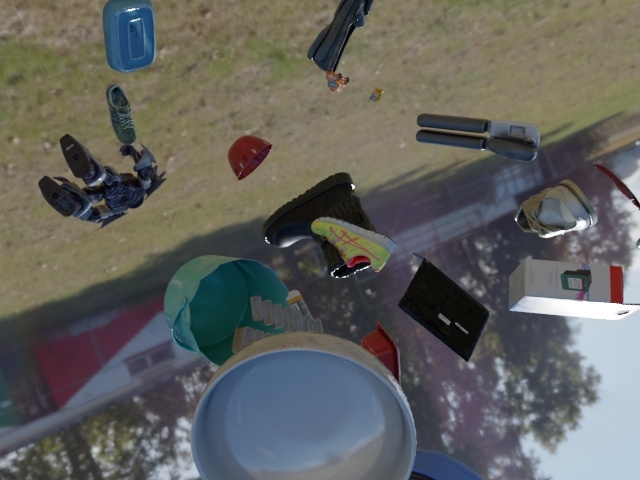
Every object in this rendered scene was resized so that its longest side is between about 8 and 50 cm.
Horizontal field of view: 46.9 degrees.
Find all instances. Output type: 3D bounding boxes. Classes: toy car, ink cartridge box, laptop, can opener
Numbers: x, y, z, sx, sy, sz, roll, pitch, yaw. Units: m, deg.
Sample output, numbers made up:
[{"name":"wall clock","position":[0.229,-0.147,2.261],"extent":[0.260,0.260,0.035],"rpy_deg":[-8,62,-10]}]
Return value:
[{"name":"toy car","position":[0.066,-0.320,1.551],"extent":[0.122,0.040,0.060],"rpy_deg":[23,-173,14]},{"name":"ink cartridge box","position":[0.498,0.098,1.442],"extent":[0.231,0.077,0.134],"rpy_deg":[5,162,2]},{"name":"laptop","position":[0.313,0.167,1.949],"extent":[0.264,0.234,0.136],"rpy_deg":[-56,-172,-35]},{"name":"can opener","position":[0.337,-0.231,1.606],"extent":[0.281,0.074,0.093],"rpy_deg":[14,-158,29]}]

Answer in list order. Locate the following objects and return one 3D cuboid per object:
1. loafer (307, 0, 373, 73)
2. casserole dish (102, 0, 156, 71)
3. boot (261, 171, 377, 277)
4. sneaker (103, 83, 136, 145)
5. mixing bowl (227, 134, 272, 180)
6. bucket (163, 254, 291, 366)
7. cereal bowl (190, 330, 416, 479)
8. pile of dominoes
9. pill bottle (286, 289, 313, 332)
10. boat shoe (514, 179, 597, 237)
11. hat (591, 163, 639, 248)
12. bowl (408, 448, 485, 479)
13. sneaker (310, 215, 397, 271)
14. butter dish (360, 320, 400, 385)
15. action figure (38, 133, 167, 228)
[{"name":"loafer","position":[0.073,-0.525,1.797],"extent":[0.267,0.084,0.096],"rpy_deg":[-50,170,33]},{"name":"casserole dish","position":[-0.398,-0.434,1.563],"extent":[0.114,0.037,0.188],"rpy_deg":[-24,140,-31]},{"name":"boot","position":[-0.002,-0.001,2.053],"extent":[0.348,0.260,0.131],"rpy_deg":[-34,158,33]},{"name":"sneaker","position":[-0.608,-0.387,2.255],"extent":[0.064,0.192,0.086],"rpy_deg":[-22,-174,-29]},{"name":"mixing bowl","position":[-0.268,-0.313,2.656],"extent":[0.181,0.098,0.181],"rpy_deg":[-46,177,-3]},{"name":"bucket","position":[-0.233,0.165,1.788],"extent":[0.281,0.281,0.183],"rpy_deg":[-21,-162,-32]},{"name":"cereal bowl","position":[-0.024,0.285,1.160],"extent":[0.339,0.338,0.141],"rpy_deg":[-23,-162,10]},{"name":"pile of dominoes","position":[-0.094,0.254,1.754],"extent":[0.251,0.195,0.040],"rpy_deg":[24,155,-37]},{"name":"pill bottle","position":[-0.080,0.305,2.266],"extent":[0.162,0.278,0.162],"rpy_deg":[-26,177,-1]},{"name":"boat shoe","position":[0.489,-0.053,1.554],"extent":[0.103,0.113,0.302],"rpy_deg":[-33,176,3]},{"name":"hat","position":[0.744,-0.098,1.635],"extent":[0.173,0.183,0.208],"rpy_deg":[-29,151,21]},{"name":"bowl","position":[0.228,0.632,1.520],"extent":[0.391,0.391,0.077],"rpy_deg":[-25,173,39]},{"name":"sneaker","position":[0.063,0.010,1.679],"extent":[0.209,0.094,0.081],"rpy_deg":[20,175,25]},{"name":"butter dish","position":[0.159,0.346,2.165],"extent":[0.118,0.160,0.160],"rpy_deg":[-14,-150,-13]},{"name":"action figure","position":[-0.381,-0.100,1.309],"extent":[0.185,0.099,0.285],"rpy_deg":[-47,172,4]}]
